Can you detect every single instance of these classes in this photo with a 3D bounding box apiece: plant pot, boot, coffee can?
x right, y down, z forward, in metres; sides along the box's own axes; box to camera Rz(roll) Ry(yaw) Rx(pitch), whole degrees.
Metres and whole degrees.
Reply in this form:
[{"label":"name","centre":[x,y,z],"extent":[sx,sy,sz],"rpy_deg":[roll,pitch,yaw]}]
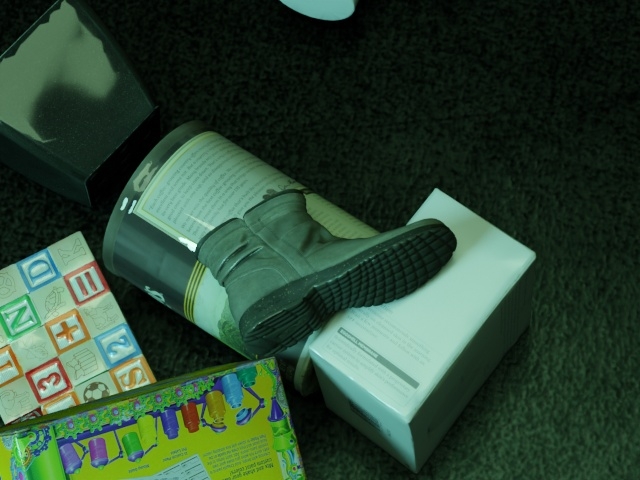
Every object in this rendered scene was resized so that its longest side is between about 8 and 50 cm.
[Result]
[{"label":"plant pot","centre":[-0.290,-0.151,1.951],"extent":[0.167,0.188,0.187],"rpy_deg":[41,76,6]},{"label":"boot","centre":[0.000,0.000,1.683],"extent":[0.246,0.083,0.161],"rpy_deg":[-25,52,-3]},{"label":"coffee can","centre":[-0.074,0.019,1.844],"extent":[0.275,0.201,0.201],"rpy_deg":[32,74,16]}]

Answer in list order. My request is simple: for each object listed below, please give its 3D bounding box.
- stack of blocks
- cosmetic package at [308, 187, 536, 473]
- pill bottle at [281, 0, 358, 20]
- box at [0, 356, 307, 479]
[{"label":"stack of blocks","centre":[-0.277,0.162,1.867],"extent":[0.171,0.087,0.297],"rpy_deg":[-28,69,-6]},{"label":"cosmetic package","centre":[0.113,0.100,1.782],"extent":[0.138,0.224,0.225],"rpy_deg":[36,75,17]},{"label":"pill bottle","centre":[0.031,-0.414,2.036],"extent":[0.152,0.152,0.272],"rpy_deg":[16,70,11]},{"label":"box","centre":[-0.170,0.290,1.650],"extent":[0.290,0.177,0.279],"rpy_deg":[-13,89,-33]}]
